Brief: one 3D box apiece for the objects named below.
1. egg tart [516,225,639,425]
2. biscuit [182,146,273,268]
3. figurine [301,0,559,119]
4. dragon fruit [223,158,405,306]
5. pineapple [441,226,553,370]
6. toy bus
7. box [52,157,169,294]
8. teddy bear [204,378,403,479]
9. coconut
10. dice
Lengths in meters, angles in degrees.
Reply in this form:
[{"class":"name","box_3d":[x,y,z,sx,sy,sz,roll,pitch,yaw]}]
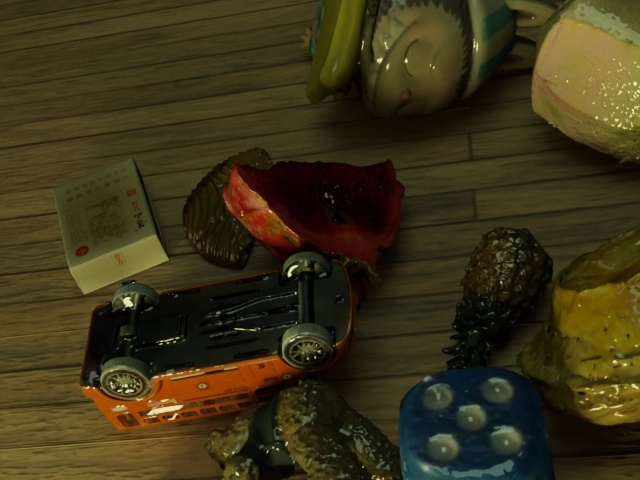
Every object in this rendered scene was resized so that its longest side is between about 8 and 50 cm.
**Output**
[{"class":"egg tart","box_3d":[0.356,0.063,1.030,0.341,0.129,0.341,-27,10,5]},{"class":"biscuit","box_3d":[-0.121,-0.051,1.440,0.176,0.031,0.229,-22,44,-2]},{"class":"figurine","box_3d":[0.175,-0.302,1.524,0.377,0.266,0.361,15,16,-11]},{"class":"dragon fruit","box_3d":[0.000,0.000,1.279,0.262,0.134,0.211,-1,50,-35]},{"class":"pineapple","box_3d":[0.204,0.081,1.171,0.108,0.108,0.198,18,68,31]},{"class":"toy bus","box_3d":[-0.112,0.129,1.175,0.329,0.153,0.143,-12,43,8]},{"class":"box","box_3d":[-0.317,-0.026,1.459,0.141,0.058,0.201,-23,44,-6]},{"class":"teddy bear","box_3d":[-0.016,0.216,1.061,0.251,0.182,0.129,1,88,42]},{"class":"coconut","box_3d":[0.401,-0.233,1.320,0.233,0.233,0.245,-39,52,-21]},{"class":"dice","box_3d":[0.161,0.224,0.999,0.146,0.146,0.143,-9,47,9]}]
